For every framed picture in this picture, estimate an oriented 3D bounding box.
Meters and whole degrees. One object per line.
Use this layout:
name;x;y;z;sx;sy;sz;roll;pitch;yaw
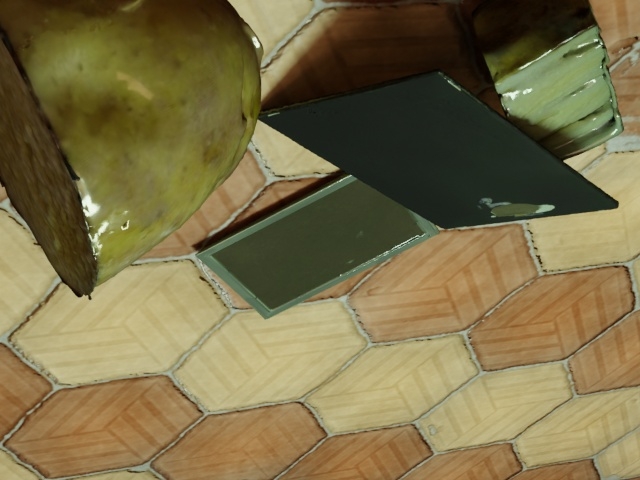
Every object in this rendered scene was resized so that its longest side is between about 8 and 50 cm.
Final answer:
framed picture;0.000;0.000;1.485;0.252;0.014;0.197;-27;145;11
framed picture;0.126;-0.084;1.298;0.244;0.013;0.324;-7;155;44

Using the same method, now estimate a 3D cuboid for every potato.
potato;-0.161;-0.136;1.050;0.237;0.301;0.289;-28;-176;-22

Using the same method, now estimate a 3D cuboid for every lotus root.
lotus root;0.229;-0.179;1.242;0.119;0.138;0.235;-20;148;11
